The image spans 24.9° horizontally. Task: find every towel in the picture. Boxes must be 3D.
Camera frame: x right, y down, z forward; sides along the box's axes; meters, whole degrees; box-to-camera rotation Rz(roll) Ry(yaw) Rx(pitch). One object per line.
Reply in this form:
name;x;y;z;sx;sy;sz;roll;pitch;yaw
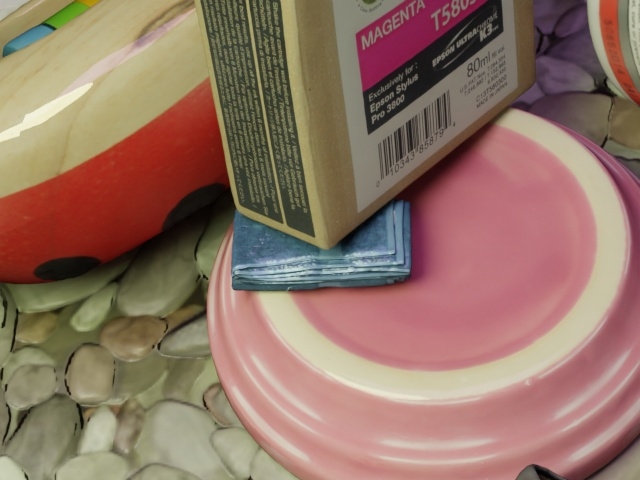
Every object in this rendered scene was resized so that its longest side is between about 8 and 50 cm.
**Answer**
towel;0.000;0.000;0.944;0.119;0.029;0.067;-4;52;7

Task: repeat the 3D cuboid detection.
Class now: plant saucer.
plant saucer;0.081;0.022;0.985;0.332;0.084;0.332;-5;52;6

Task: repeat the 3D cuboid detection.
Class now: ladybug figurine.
ladybug figurine;-0.126;-0.113;1.037;0.449;0.162;0.305;-37;22;-16

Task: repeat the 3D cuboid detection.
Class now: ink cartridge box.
ink cartridge box;0.038;-0.138;0.927;0.088;0.193;0.234;25;49;35

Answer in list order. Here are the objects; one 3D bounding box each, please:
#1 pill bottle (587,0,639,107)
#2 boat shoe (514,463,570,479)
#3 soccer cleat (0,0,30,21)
pill bottle;0.361;-0.142;0.916;0.210;0.210;0.363;-36;34;-18
boat shoe;0.214;0.214;0.793;0.285;0.092;0.103;25;18;29
soccer cleat;-0.300;-0.148;1.189;0.076;0.068;0.196;28;59;23
